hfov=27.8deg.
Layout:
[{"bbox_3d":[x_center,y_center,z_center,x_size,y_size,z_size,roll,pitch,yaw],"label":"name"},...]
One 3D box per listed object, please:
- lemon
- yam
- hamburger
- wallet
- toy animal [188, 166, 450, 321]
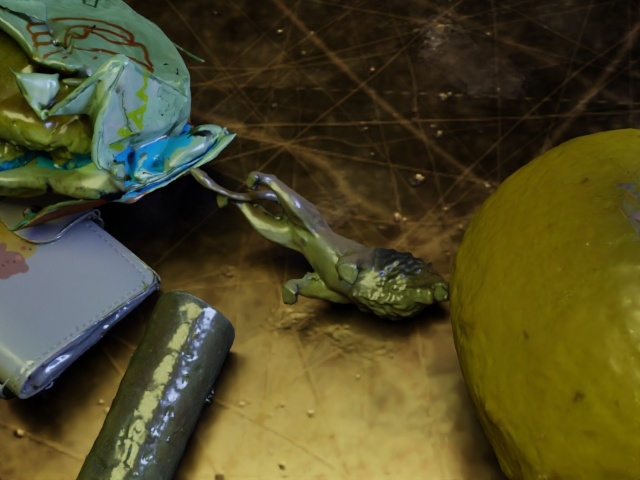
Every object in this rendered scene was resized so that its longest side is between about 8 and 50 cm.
[{"bbox_3d":[0.212,0.059,0.846,0.260,0.260,0.284,-34,34,-13],"label":"lemon"},{"bbox_3d":[-0.120,0.126,0.944,0.068,0.068,0.169,17,68,14],"label":"yam"},{"bbox_3d":[-0.218,-0.135,1.009,0.276,0.150,0.260,-3,47,-21],"label":"hamburger"},{"bbox_3d":[-0.253,0.014,1.015,0.231,0.069,0.170,37,53,19],"label":"wallet"},{"bbox_3d":[-0.007,0.007,0.973,0.220,0.069,0.086,32,34,-4],"label":"toy animal"}]
